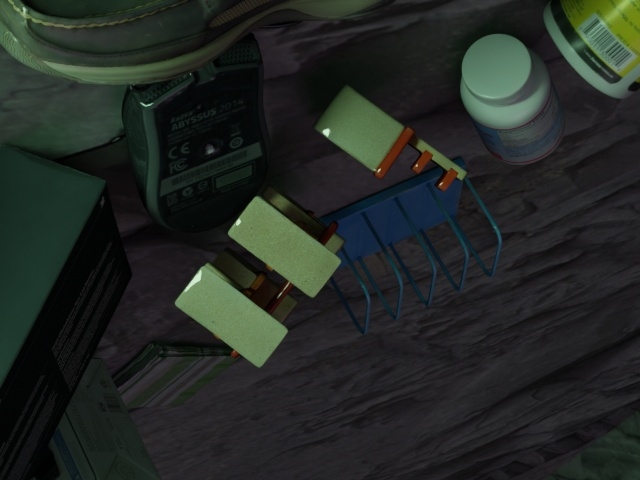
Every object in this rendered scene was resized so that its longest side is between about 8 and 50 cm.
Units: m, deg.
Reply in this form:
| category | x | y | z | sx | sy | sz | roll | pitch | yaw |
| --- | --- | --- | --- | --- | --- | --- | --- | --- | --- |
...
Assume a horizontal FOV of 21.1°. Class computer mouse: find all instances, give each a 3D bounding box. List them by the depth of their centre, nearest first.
| category | x | y | z | sx | sy | sz | roll | pitch | yaw |
| --- | --- | --- | --- | --- | --- | --- | --- | --- | --- |
| computer mouse | -0.099 | -0.118 | 1.412 | 0.189 | 0.072 | 0.272 | -21 | 144 | -22 |

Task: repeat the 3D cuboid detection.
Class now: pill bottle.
| category | x | y | z | sx | sy | sz | roll | pitch | yaw |
| --- | --- | --- | --- | --- | --- | --- | --- | --- | --- |
| pill bottle | 0.316 | -0.237 | 1.571 | 0.208 | 0.119 | 0.119 | -42 | 154 | 27 |
| pill bottle | 0.183 | -0.138 | 1.659 | 0.087 | 0.087 | 0.160 | -32 | 156 | 5 |

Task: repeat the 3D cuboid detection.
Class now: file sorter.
| category | x | y | z | sx | sy | sz | roll | pitch | yaw |
| --- | --- | --- | --- | --- | --- | --- | --- | --- | --- |
| file sorter | 0.095 | 0.011 | 1.836 | 0.170 | 0.104 | 0.118 | -23 | 155 | -13 |

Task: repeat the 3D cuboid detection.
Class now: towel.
| category | x | y | z | sx | sy | sz | roll | pitch | yaw |
| --- | --- | --- | --- | --- | --- | --- | --- | --- | --- |
| towel | -0.173 | 0.151 | 1.925 | 0.113 | 0.023 | 0.152 | -38 | 157 | 25 |

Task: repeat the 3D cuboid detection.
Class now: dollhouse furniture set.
| category | x | y | z | sx | sy | sz | roll | pitch | yaw |
| --- | --- | --- | --- | --- | --- | --- | --- | --- | --- |
| dollhouse furniture set | 0.000 | 0.000 | 1.548 | 0.259 | 0.135 | 0.262 | -53 | -179 | 3 |

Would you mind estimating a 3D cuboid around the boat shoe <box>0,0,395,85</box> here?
| category | x | y | z | sx | sy | sz | roll | pitch | yaw |
| --- | --- | --- | --- | --- | --- | --- | --- | --- | --- |
| boat shoe | -0.072 | -0.215 | 1.194 | 0.355 | 0.132 | 0.130 | -23 | 148 | -36 |

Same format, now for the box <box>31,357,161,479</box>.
| category | x | y | z | sx | sy | sz | roll | pitch | yaw |
| --- | --- | --- | --- | --- | --- | --- | --- | --- | --- |
| box | -0.312 | 0.271 | 1.798 | 0.290 | 0.169 | 0.087 | -44 | 149 | 26 |

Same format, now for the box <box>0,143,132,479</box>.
| category | x | y | z | sx | sy | sz | roll | pitch | yaw |
| --- | --- | --- | --- | --- | --- | --- | --- | --- | --- |
| box | -0.261 | 0.083 | 1.406 | 0.184 | 0.103 | 0.261 | 93 | 20 | -65 |
